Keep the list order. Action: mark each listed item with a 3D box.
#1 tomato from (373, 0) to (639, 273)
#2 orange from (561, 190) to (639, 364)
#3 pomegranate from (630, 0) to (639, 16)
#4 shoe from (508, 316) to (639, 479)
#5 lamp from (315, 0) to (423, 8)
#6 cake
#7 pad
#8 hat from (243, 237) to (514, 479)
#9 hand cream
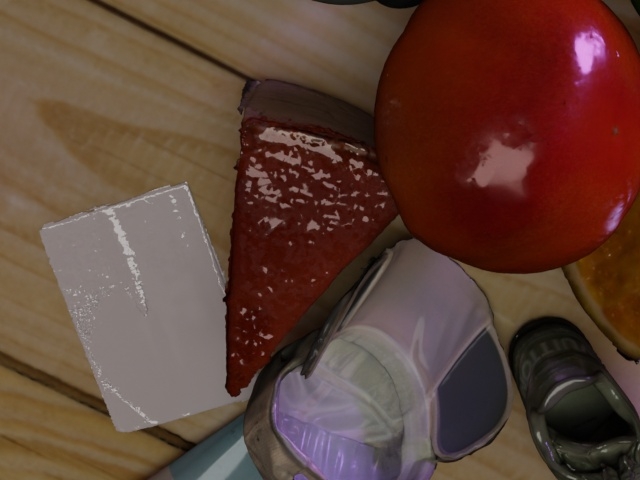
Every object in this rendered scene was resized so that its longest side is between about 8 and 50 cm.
[{"bbox_3d":[0.168,-0.095,1.403,0.180,0.260,0.260,15,111,44],"label":"tomato"},{"bbox_3d":[0.344,-0.005,1.469,0.310,0.274,0.274,17,110,8],"label":"orange"},{"bbox_3d":[0.388,-0.267,1.419,0.302,0.236,0.236,-35,109,-22],"label":"pomegranate"},{"bbox_3d":[0.269,0.218,1.612,0.109,0.149,0.293,-29,105,10],"label":"shoe"},{"bbox_3d":[0.025,-0.316,1.417,0.198,0.198,0.244,13,93,-3],"label":"lamp"},{"bbox_3d":[0.000,0.000,1.535,0.159,0.158,0.262,5,112,1],"label":"cake"},{"bbox_3d":[-0.160,0.067,1.642,0.156,0.004,0.232,-16,109,7],"label":"pad"},{"bbox_3d":[0.043,0.126,1.586,0.232,0.161,0.275,34,84,-36],"label":"hat"},{"bbox_3d":[-0.126,0.249,1.686,0.312,0.070,0.111,-30,105,3],"label":"hand cream"}]
